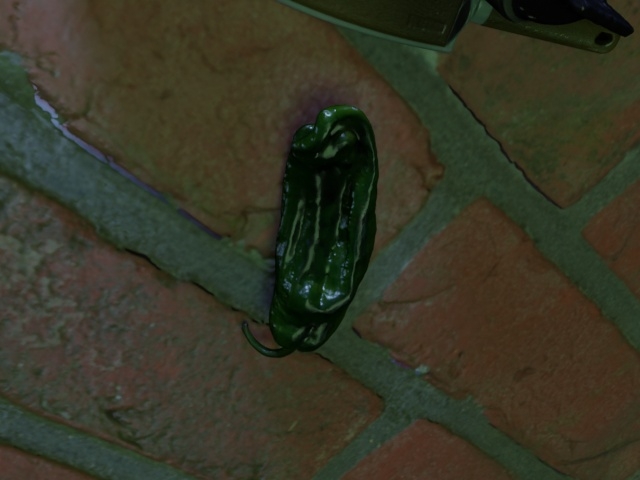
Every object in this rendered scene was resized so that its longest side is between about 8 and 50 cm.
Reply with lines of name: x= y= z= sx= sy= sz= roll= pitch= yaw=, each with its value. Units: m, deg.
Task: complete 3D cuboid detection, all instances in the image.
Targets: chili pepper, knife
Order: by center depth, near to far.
knife: x=0.104 y=-0.177 z=0.576 sx=0.342 sy=0.027 sz=0.061 roll=5 pitch=124 yaw=-25
chili pepper: x=-0.002 y=0.002 z=0.628 sx=0.100 sy=0.074 sz=0.257 roll=-1 pitch=117 yaw=-19

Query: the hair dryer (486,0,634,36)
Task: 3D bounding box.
hair dryer: x=0.174 y=-0.191 z=0.520 sx=0.248 sy=0.196 sz=0.078 roll=1 pitch=137 yaw=-48
